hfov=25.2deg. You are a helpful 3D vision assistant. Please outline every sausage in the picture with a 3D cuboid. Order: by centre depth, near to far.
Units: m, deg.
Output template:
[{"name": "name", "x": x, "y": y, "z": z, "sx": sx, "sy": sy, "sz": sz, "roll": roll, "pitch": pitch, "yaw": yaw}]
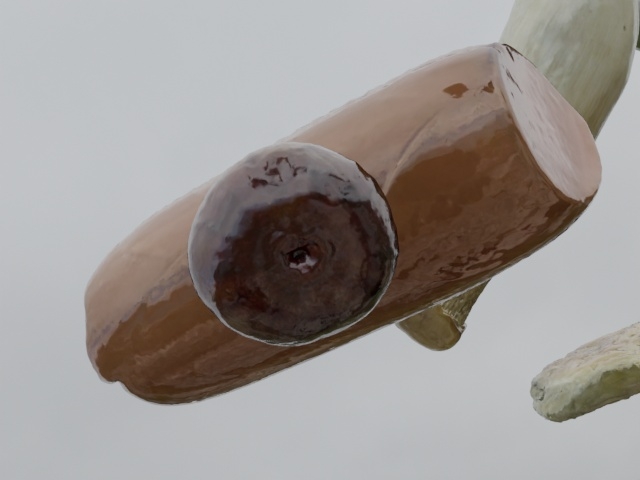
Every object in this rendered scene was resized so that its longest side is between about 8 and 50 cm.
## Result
[{"name": "sausage", "x": -0.001, "y": 0.000, "z": 0.788, "sx": 0.304, "sy": 0.121, "sz": 0.121, "roll": -28, "pitch": -28, "yaw": 25}]

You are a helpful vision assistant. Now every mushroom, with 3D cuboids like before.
[{"name": "mushroom", "x": 0.136, "y": -0.086, "z": 1.024, "sx": 0.095, "sy": 0.123, "sz": 0.351, "roll": 38, "pitch": -103, "yaw": -41}]

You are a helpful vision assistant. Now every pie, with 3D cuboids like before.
[{"name": "pie", "x": 0.308, "y": 0.114, "z": 1.388, "sx": 0.218, "sy": 0.052, "sz": 0.185, "roll": -24, "pitch": -1, "yaw": -19}]

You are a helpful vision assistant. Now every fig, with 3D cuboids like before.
[{"name": "fig", "x": -0.015, "y": -0.001, "z": 0.628, "sx": 0.089, "sy": 0.089, "sz": 0.125, "roll": -18, "pitch": 10, "yaw": -6}]

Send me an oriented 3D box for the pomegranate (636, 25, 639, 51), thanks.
[{"name": "pomegranate", "x": 0.280, "y": -0.239, "z": 1.260, "sx": 0.205, "sy": 0.159, "sz": 0.159, "roll": -11, "pitch": -29, "yaw": -1}]
